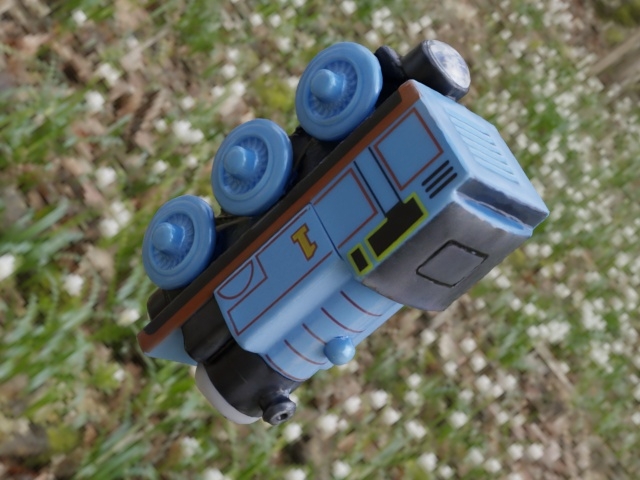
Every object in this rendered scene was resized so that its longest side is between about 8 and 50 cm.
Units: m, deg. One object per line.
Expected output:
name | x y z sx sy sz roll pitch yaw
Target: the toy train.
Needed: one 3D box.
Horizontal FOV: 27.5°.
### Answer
toy train | 0.000 0.000 0.543 0.080 0.184 0.105 23 32 -48
